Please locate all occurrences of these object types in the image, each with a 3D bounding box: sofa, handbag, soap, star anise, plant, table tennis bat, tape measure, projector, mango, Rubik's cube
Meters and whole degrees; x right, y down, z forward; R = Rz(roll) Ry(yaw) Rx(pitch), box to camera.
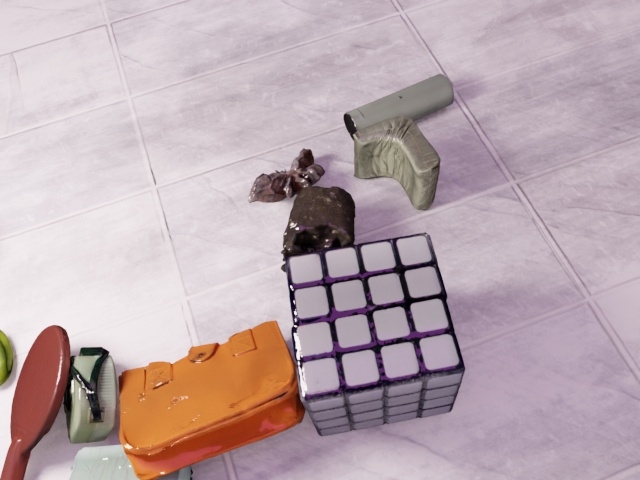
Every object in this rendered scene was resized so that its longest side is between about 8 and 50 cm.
[{"bbox_3d":[0.214,-0.203,1.719,0.176,0.210,0.225,-23,62,-11],"label":"sofa"},{"bbox_3d":[-0.256,0.355,1.421,0.410,0.116,0.303,-19,32,-9],"label":"handbag"},{"bbox_3d":[-0.430,0.537,1.382,0.262,0.094,0.150,-4,27,1],"label":"soap"},{"bbox_3d":[-0.102,-0.176,1.758,0.258,0.110,0.198,-27,22,-11],"label":"star anise"},{"bbox_3d":[0.000,0.000,1.627,0.189,0.199,0.276,9,62,5],"label":"plant"},{"bbox_3d":[-0.691,0.406,1.463,0.268,0.051,0.414,-5,69,47],"label":"table tennis bat"},{"bbox_3d":[-0.559,0.348,1.464,0.115,0.207,0.235,2,56,-27],"label":"tape measure"},{"bbox_3d":[0.242,-0.408,1.890,0.338,0.108,0.108,-25,61,-9],"label":"projector"},{"bbox_3d":[-0.852,0.304,1.594,0.091,0.074,0.165,-19,72,-11],"label":"mango"},{"bbox_3d":[0.114,0.225,1.407,0.344,0.344,0.337,-11,61,0],"label":"Rubik's cube"}]
